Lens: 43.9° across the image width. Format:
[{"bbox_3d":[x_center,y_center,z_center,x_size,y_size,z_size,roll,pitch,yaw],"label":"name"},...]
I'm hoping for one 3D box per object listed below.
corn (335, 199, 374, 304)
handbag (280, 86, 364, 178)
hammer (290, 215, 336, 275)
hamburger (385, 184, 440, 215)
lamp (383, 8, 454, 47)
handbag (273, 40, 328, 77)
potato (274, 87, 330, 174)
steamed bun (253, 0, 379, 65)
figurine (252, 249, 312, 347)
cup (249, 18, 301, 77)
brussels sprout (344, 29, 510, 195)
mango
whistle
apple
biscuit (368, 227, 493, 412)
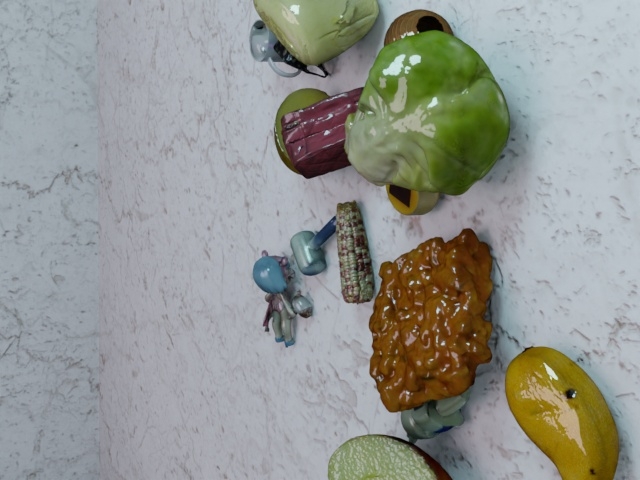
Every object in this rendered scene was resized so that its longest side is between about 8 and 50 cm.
[{"bbox_3d":[0.072,0.027,1.798,0.079,0.079,0.237,-16,81,57],"label":"corn"},{"bbox_3d":[0.032,-0.232,1.695,0.225,0.146,0.135,-19,75,13],"label":"handbag"},{"bbox_3d":[0.000,0.000,1.921,0.194,0.069,0.116,-45,57,45],"label":"hammer"},{"bbox_3d":[0.190,-0.119,1.591,0.126,0.081,0.141,25,128,55],"label":"hamburger"},{"bbox_3d":[0.186,-0.369,1.504,0.136,0.136,0.136,14,107,56],"label":"lamp"},{"bbox_3d":[-0.033,-0.421,1.842,0.072,0.139,0.115,-46,37,12],"label":"handbag"},{"bbox_3d":[-0.033,-0.234,1.859,0.203,0.178,0.158,58,162,2],"label":"potato"},{"bbox_3d":[-0.016,-0.518,1.686,0.273,0.232,0.166,54,178,36],"label":"steamed bun"},{"bbox_3d":[-0.105,0.163,2.073,0.205,0.103,0.260,24,125,55],"label":"figurine"},{"bbox_3d":[-0.096,-0.464,1.925,0.099,0.133,0.136,15,108,54],"label":"cup"},{"bbox_3d":[0.192,-0.204,1.396,0.242,0.274,0.316,-69,4,-53],"label":"brussels sprout"},{"bbox_3d":[0.404,0.294,1.308,0.157,0.109,0.262,-45,63,39],"label":"mango"},{"bbox_3d":[0.231,0.339,1.587,0.244,0.092,0.110,131,156,-53],"label":"whistle"},{"bbox_3d":[0.175,0.523,1.611,0.346,0.179,0.254,15,147,41],"label":"apple"},{"bbox_3d":[0.204,0.159,1.527,0.312,0.110,0.318,-34,45,52],"label":"biscuit"}]
